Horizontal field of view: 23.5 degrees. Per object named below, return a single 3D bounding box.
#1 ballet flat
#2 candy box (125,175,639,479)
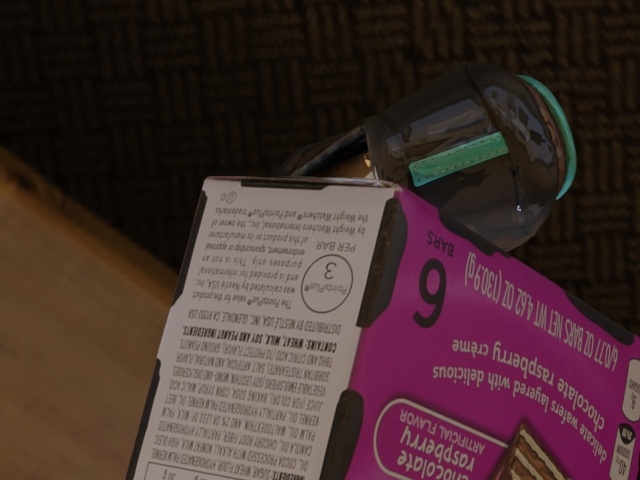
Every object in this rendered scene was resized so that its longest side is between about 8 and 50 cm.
[{"bbox_3d":[0.000,0.000,0.667,0.096,0.280,0.095,-22,80,-28],"label":"ballet flat"},{"bbox_3d":[0.012,0.117,0.425,0.159,0.071,0.233,28,71,-48],"label":"candy box"}]
